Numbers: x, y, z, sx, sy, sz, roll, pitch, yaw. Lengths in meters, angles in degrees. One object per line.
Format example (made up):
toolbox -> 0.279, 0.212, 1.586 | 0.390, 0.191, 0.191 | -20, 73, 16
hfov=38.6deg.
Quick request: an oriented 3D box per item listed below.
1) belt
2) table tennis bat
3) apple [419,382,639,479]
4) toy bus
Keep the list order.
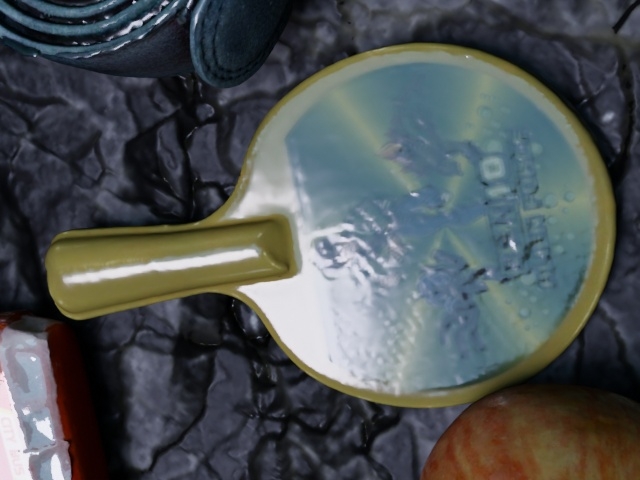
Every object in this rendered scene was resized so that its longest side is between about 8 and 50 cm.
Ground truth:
belt -> -0.111, -0.196, 0.489 | 0.206, 0.116, 0.267 | -28, 83, 16
table tennis bat -> 0.000, 0.000, 0.510 | 0.321, 0.050, 0.198 | -8, 92, 9
apple -> 0.120, 0.140, 0.439 | 0.146, 0.131, 0.146 | 1, 96, 9
toy bus -> -0.170, 0.124, 0.536 | 0.077, 0.079, 0.174 | -11, 89, 5
